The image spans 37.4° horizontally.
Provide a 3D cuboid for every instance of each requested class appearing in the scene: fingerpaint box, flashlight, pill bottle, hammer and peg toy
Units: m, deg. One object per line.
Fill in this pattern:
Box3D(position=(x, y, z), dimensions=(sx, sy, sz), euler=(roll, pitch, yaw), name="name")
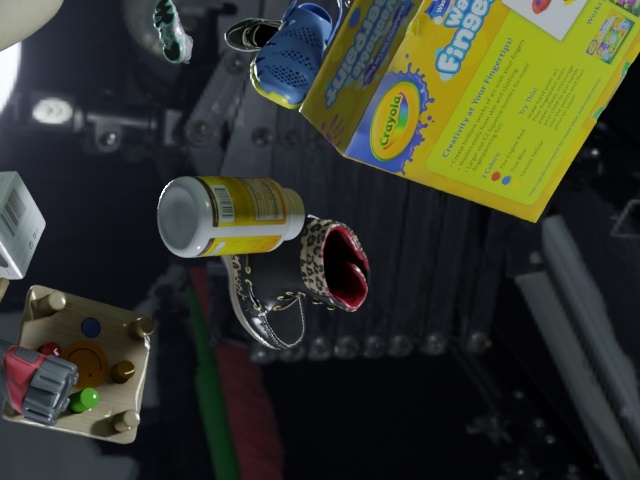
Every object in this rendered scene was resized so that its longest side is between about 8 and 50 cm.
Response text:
Box3D(position=(0.241, -0.289, 1.297), dimensions=(0.444, 0.371, 0.163), euler=(-63, -145, 18), name="fingerpaint box")
Box3D(position=(-0.522, 0.180, 1.414), dimensions=(0.103, 0.304, 0.103), euler=(106, 3, -65), name="flashlight")
Box3D(position=(-0.127, -0.037, 1.409), dimensions=(0.117, 0.215, 0.117), euler=(3, -86, 44), name="pill bottle")
Box3D(position=(-0.487, 0.210, 1.734), dimensions=(0.127, 0.361, 0.266), euler=(-27, -130, 50), name="hammer and peg toy")

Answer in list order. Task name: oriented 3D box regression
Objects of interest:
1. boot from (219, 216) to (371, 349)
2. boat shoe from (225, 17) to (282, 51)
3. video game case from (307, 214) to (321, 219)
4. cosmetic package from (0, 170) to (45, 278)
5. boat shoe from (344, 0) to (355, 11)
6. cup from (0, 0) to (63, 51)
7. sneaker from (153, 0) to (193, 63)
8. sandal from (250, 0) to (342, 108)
Box3D(position=(-0.040, 0.084, 1.802), dimensions=(0.284, 0.138, 0.377), euler=(13, -50, 40), name="boot")
Box3D(position=(-0.145, -0.482, 2.201), dimensions=(0.219, 0.070, 0.077), euler=(3, -76, 35), name="boat shoe")
Box3D(position=(0.000, 0.000, 2.022), dimensions=(0.122, 0.087, 0.011), euler=(-70, -175, -49), name="video game case")
Box3D(position=(-0.660, -0.026, 1.817), dimensions=(0.151, 0.184, 0.151), euler=(75, 18, -46), name="cosmetic package")
Box3D(position=(0.182, -0.328, 1.651), dimensions=(0.132, 0.355, 0.130), euler=(-33, -152, 47), name="boat shoe")
Box3D(position=(-0.563, -0.444, 1.553), dimensions=(0.331, 0.237, 0.331), euler=(7, -78, 34), name="cup")
Box3D(position=(-0.218, -0.313, 1.428), dimensions=(0.069, 0.038, 0.098), euler=(-12, 94, -73), name="sneaker")
Box3D(position=(-0.037, -0.368, 1.737), dimensions=(0.138, 0.126, 0.317), euler=(-53, -164, 45), name="sandal")
